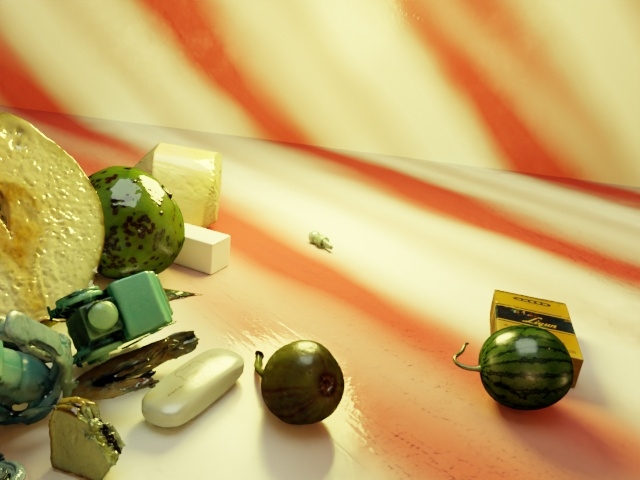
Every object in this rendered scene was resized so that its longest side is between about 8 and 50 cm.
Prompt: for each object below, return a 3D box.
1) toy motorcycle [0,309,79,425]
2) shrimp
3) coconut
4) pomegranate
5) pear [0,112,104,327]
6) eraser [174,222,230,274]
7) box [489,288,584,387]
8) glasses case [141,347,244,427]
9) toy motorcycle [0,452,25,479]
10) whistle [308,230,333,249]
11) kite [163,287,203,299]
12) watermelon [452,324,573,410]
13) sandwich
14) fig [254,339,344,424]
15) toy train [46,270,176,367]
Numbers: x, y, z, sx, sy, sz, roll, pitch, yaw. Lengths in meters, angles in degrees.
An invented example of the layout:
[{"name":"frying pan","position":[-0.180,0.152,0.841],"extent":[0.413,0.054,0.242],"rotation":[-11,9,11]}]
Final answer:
[{"name":"toy motorcycle","position":[-0.427,0.154,0.704],"extent":[0.206,0.260,0.154],"rotation":[-17,61,3]},{"name":"shrimp","position":[-0.269,0.187,0.861],"extent":[0.219,0.046,0.152],"rotation":[-20,6,-37]},{"name":"coconut","position":[-0.388,-0.142,1.506],"extent":[0.244,0.239,0.239],"rotation":[5,21,-8]},{"name":"pomegranate","position":[-0.422,-0.026,1.204],"extent":[0.254,0.270,0.254],"rotation":[48,14,-15]},{"name":"pear","position":[-0.570,-0.013,0.979],"extent":[0.191,0.387,0.340],"rotation":[-17,-2,38]},{"name":"eraser","position":[-0.362,-0.001,1.360],"extent":[0.298,0.078,0.076],"rotation":[15,22,21]},{"name":"box","position":[0.418,0.186,1.126],"extent":[0.152,0.070,0.237],"rotation":[11,23,12]},{"name":"glasses case","position":[-0.190,0.220,0.868],"extent":[0.074,0.049,0.193],"rotation":[15,21,24]},{"name":"toy motorcycle","position":[-0.451,0.272,0.604],"extent":[0.254,0.092,0.135],"rotation":[-12,17,-21]},{"name":"whistle","position":[0.000,0.000,1.528],"extent":[0.035,0.035,0.100],"rotation":[-10,28,-37]},{"name":"kite","position":[-0.360,0.115,1.149],"extent":[0.232,0.009,0.189],"rotation":[-11,27,-39]},{"name":"watermelon","position":[0.315,0.211,0.936],"extent":[0.187,0.141,0.141],"rotation":[-4,20,5]},{"name":"sandwich","position":[-0.290,0.244,0.700],"extent":[0.093,0.105,0.036],"rotation":[8,21,13]},{"name":"fig","position":[-0.061,0.207,0.888],"extent":[0.124,0.124,0.236],"rotation":[-9,7,-35]},{"name":"toy train","position":[-0.328,0.123,0.899],"extent":[0.163,0.112,0.203],"rotation":[-21,-2,-34]}]
